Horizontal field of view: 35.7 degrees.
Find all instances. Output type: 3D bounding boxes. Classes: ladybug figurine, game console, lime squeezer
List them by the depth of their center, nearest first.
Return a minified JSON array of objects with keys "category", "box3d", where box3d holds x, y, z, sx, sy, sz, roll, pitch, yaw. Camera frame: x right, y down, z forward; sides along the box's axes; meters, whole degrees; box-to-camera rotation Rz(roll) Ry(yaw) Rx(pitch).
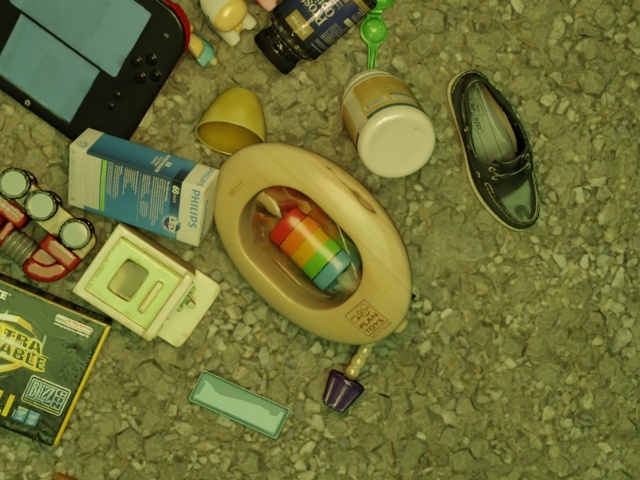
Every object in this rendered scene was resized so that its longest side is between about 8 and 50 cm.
[{"category":"game console","box3d":[-0.452,-0.364,1.766,0.387,0.060,0.342,36,115,-5]},{"category":"ladybug figurine","box3d":[0.000,0.000,1.847,0.449,0.162,0.305,48,119,1]},{"category":"lime squeezer","box3d":[0.120,-0.417,1.895,0.059,0.110,0.310,-8,130,-31]}]

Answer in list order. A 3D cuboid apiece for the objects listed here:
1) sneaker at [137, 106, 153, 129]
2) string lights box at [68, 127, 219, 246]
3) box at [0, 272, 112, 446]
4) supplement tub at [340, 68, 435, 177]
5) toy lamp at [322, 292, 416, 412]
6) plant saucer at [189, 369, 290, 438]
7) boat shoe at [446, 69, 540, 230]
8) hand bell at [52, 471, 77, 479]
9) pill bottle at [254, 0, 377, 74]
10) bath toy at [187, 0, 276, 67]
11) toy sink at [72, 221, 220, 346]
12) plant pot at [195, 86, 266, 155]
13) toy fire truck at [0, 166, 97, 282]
[{"category":"sneaker","box3d":[-0.334,-0.285,1.863,0.054,0.061,0.152,1,93,-6]},{"category":"string lights box","box3d":[-0.323,-0.096,1.803,0.260,0.076,0.133,18,127,7]},{"category":"box","box3d":[-0.591,0.207,1.862,0.322,0.079,0.257,25,93,-9]},{"category":"supplement tub","box3d":[0.119,-0.221,1.838,0.145,0.199,0.144,-7,126,-10]},{"category":"toy lamp","box3d":[0.091,0.210,1.951,0.080,0.080,0.274,32,89,-9]},{"category":"plant saucer","box3d":[-0.159,0.322,1.956,0.192,0.018,0.067,26,91,-9]},{"category":"boat shoe","box3d":[0.350,-0.173,1.932,0.127,0.113,0.339,-20,97,-6]},{"category":"hand bell","box3d":[-0.417,0.527,1.909,0.242,0.126,0.126,36,89,3]},{"category":"pill bottle","box3d":[-0.013,-0.414,1.848,0.219,0.123,0.123,-40,99,13]},{"category":"bath toy","box3d":[-0.128,-0.476,1.827,0.348,0.151,0.129,-44,108,-4]},{"category":"toy sink","box3d":[-0.319,0.091,1.859,0.234,0.131,0.152,36,90,-9]},{"category":"plant pot","box3d":[-0.159,-0.230,1.866,0.134,0.134,0.095,15,67,-8]},{"category":"toy fire truck","box3d":[-0.560,0.014,1.802,0.217,0.158,0.246,41,86,-9]}]
